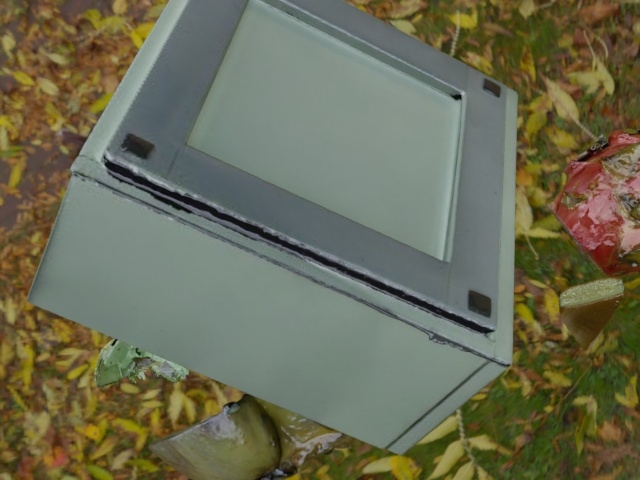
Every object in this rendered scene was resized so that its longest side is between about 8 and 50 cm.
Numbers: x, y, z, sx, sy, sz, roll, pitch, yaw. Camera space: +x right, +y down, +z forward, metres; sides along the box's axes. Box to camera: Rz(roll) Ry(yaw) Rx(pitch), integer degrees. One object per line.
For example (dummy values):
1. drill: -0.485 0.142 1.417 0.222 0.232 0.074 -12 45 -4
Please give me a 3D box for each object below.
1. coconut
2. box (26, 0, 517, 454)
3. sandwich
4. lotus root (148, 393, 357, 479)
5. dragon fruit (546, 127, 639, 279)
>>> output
1. coconut: -0.214 0.141 1.090 0.158 0.133 0.055 -24 62 13
2. box: -0.010 -0.034 0.494 0.225 0.225 0.117 25 135 -12
3. sandwich: 0.227 0.059 0.740 0.044 0.031 0.083 20 133 1
4. lotus root: -0.022 0.137 0.651 0.183 0.203 0.078 -32 81 27
5. dragon fruit: 0.582 -0.074 1.533 0.291 0.250 0.269 -36 36 11
